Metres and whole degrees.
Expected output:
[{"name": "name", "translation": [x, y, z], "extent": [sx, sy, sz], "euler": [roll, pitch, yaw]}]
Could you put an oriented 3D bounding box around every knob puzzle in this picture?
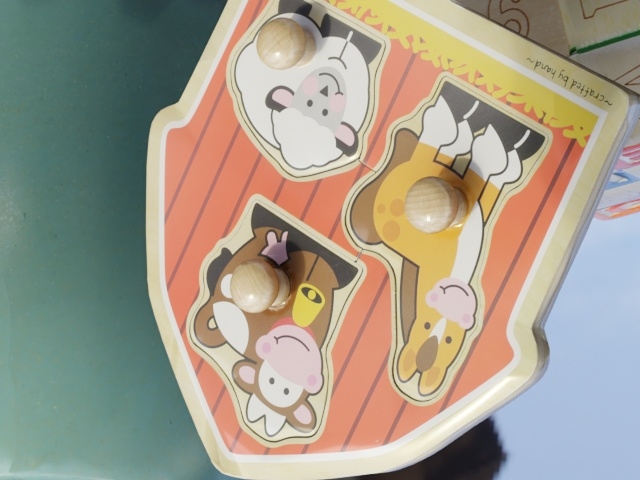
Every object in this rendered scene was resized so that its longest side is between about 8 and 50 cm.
[{"name": "knob puzzle", "translation": [0.000, 0.000, 0.695], "extent": [0.213, 0.213, 0.030], "euler": [19, -172, 34]}]

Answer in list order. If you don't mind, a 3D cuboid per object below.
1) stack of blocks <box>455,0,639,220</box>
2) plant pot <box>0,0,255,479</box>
[{"name": "stack of blocks", "translation": [0.224, -0.093, 0.793], "extent": [0.297, 0.087, 0.171], "euler": [-16, 170, 22]}, {"name": "plant pot", "translation": [-0.130, 0.046, 0.931], "extent": [0.293, 0.293, 0.235], "euler": [2, -122, -8]}]
